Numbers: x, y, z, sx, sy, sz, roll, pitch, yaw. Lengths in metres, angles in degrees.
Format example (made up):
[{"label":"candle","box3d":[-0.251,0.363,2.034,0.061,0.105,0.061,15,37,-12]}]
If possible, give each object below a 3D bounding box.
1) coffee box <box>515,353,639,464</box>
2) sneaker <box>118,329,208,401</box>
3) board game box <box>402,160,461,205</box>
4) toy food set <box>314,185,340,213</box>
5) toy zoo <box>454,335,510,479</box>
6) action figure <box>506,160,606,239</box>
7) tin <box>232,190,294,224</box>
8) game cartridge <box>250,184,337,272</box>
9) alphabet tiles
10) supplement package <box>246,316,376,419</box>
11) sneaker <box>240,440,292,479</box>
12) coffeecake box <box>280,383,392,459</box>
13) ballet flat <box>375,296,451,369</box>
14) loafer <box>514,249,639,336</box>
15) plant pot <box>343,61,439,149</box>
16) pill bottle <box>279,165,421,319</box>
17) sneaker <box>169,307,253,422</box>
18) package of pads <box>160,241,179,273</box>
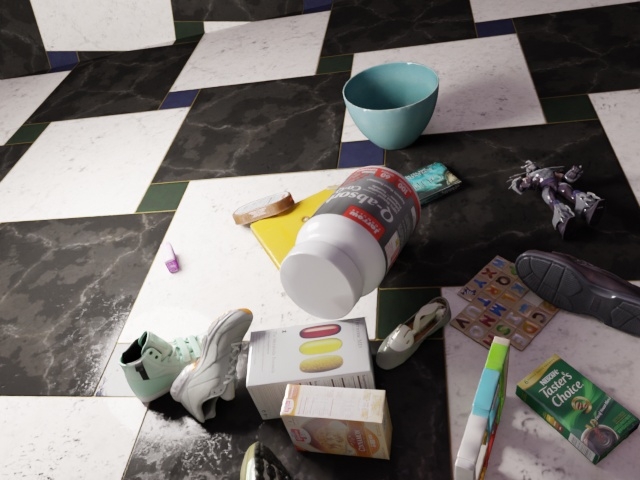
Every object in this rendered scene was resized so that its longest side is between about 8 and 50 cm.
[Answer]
[{"label":"coffee box","box3d":[0.471,0.307,1.002,0.113,0.040,0.184,-30,45,-16]},{"label":"sneaker","box3d":[-0.317,0.242,1.200,0.256,0.151,0.094,-31,44,-19]},{"label":"board game box","box3d":[0.291,-0.157,1.546,0.186,0.026,0.126,-24,43,-11]},{"label":"toy food set","box3d":[0.046,-0.067,1.449,0.132,0.038,0.192,5,53,27]},{"label":"toy zoo","box3d":[0.272,0.335,0.916,0.030,0.192,0.293,11,49,26]},{"label":"action figure","box3d":[0.605,-0.132,1.388,0.185,0.099,0.285,-20,40,1]},{"label":"tin","box3d":[-0.167,-0.094,1.553,0.189,0.040,0.106,-17,24,15]},{"label":"game cartridge","box3d":[0.000,0.000,1.449,0.285,0.053,0.324,-26,47,-13]},{"label":"alphabet tiles","box3d":[0.412,0.145,1.212,0.237,0.009,0.198,-37,48,-23]},{"label":"supplement package","box3d":[-0.014,0.263,1.109,0.244,0.134,0.139,-9,43,5]},{"label":"sneaker","box3d":[-0.140,0.528,0.876,0.182,0.158,0.410,-23,35,17]},{"label":"coffeecake box","box3d":[0.034,0.340,1.010,0.185,0.142,0.068,0,44,15]},{"label":"ballet flat","box3d":[0.200,0.194,1.173,0.213,0.068,0.072,-34,46,-20]},{"label":"loafer","box3d":[0.572,0.100,1.155,0.302,0.109,0.095,28,40,23]},{"label":"plant pot","box3d":[0.228,-0.403,1.695,0.290,0.195,0.290,-8,43,7]},{"label":"pill bottle","box3d":[0.073,-0.001,1.204,0.210,0.210,0.363,11,38,25]},{"label":"sneaker","box3d":[-0.203,0.266,1.138,0.121,0.099,0.262,39,103,28]},{"label":"package of pads","box3d":[-0.421,0.047,1.505,0.032,0.050,0.083,-22,43,-8]}]
